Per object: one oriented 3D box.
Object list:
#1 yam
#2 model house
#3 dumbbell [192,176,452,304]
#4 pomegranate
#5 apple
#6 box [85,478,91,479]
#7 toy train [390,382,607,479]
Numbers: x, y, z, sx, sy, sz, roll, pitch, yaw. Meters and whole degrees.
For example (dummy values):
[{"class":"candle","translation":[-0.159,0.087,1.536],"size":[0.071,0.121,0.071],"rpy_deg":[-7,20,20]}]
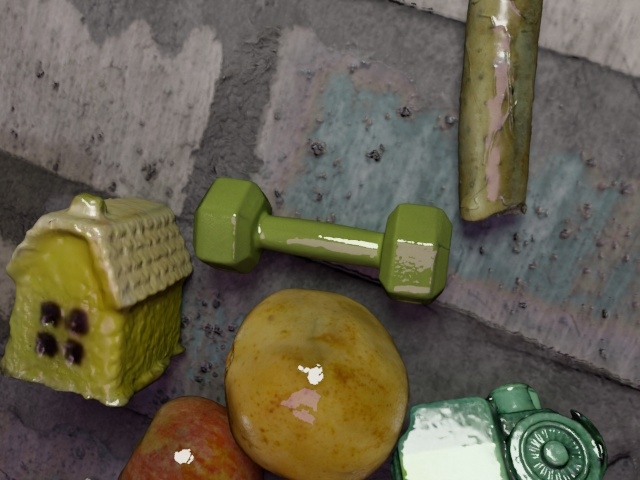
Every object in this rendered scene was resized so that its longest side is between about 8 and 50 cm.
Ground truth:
[{"class":"yam","translation":[0.189,-0.203,0.533],"size":[0.083,0.083,0.372],"rpy_deg":[1,104,12]},{"class":"model house","translation":[-0.259,0.055,0.639],"size":[0.174,0.193,0.234],"rpy_deg":[19,105,8]},{"class":"dumbbell","translation":[0.000,0.000,0.608],"size":[0.302,0.121,0.108],"rpy_deg":[10,77,10]},{"class":"pomegranate","translation":[-0.010,0.172,0.600],"size":[0.233,0.233,0.233],"rpy_deg":[3,104,12]},{"class":"apple","translation":[-0.170,0.313,0.685],"size":[0.174,0.188,0.188],"rpy_deg":[33,109,-9]},{"class":"box","translation":[-0.311,0.493,0.841],"size":[0.220,0.032,0.122],"rpy_deg":[23,108,6]},{"class":"toy train","translation":[0.205,0.319,0.566],"size":[0.238,0.299,0.167],"rpy_deg":[-9,145,5]}]
